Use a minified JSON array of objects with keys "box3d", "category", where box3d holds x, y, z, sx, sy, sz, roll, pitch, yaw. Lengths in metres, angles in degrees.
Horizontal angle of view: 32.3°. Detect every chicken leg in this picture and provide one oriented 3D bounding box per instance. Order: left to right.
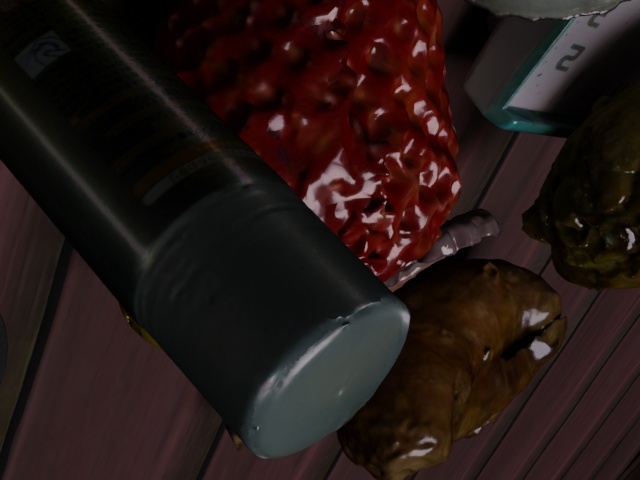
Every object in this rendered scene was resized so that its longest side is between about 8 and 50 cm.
[{"box3d":[0.338,-0.130,0.871,0.429,0.152,0.201,-50,167,5],"category":"chicken leg"}]

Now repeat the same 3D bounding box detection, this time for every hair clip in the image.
[{"box3d":[0.019,0.061,0.947,0.300,0.069,0.173,-40,-179,7],"category":"hair clip"}]

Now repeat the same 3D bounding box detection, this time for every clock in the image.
[{"box3d":[0.244,-0.198,0.899,0.262,0.116,0.231,-2,135,-52],"category":"clock"}]

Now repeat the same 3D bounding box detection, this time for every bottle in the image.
[{"box3d":[-0.083,-0.036,0.464,0.082,0.286,0.082,-33,150,-22],"category":"bottle"}]

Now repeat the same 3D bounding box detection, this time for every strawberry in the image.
[{"box3d":[-0.005,-0.099,0.624,0.205,0.205,0.244,2,107,-55],"category":"strawberry"}]

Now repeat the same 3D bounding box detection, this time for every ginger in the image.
[{"box3d":[0.104,0.122,1.057,0.321,0.172,0.165,-36,119,-45],"category":"ginger"}]

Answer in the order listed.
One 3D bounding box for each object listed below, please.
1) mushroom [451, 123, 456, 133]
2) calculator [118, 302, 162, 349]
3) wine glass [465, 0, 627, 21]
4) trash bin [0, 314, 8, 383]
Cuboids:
[{"box3d":[0.000,0.001,0.833,0.278,0.099,0.096,-42,-169,-11],"category":"mushroom"},{"box3d":[-0.027,-0.002,0.744,0.235,0.146,0.032,-33,139,-24],"category":"calculator"},{"box3d":[0.133,-0.259,0.624,0.156,0.156,0.232,-33,146,-22],"category":"wine glass"},{"box3d":[-0.248,0.025,0.457,0.175,0.161,0.175,-35,153,-21],"category":"trash bin"}]
